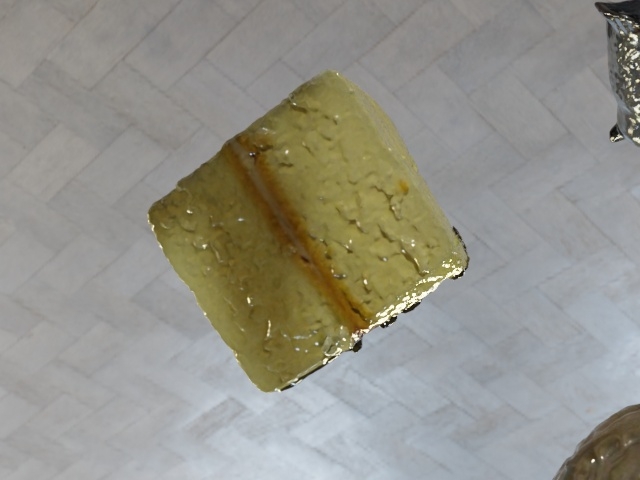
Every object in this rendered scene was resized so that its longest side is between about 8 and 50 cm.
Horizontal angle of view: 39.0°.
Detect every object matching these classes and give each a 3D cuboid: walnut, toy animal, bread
[{"bbox_3d":[0.313,0.254,0.882,0.178,0.178,0.230,22,107,-17],"label":"walnut"},{"bbox_3d":[0.267,-0.142,0.719,0.117,0.121,0.210,-29,133,-33],"label":"toy animal"},{"bbox_3d":[0.000,0.000,0.939,0.263,0.198,0.236,-35,82,16],"label":"bread"}]
